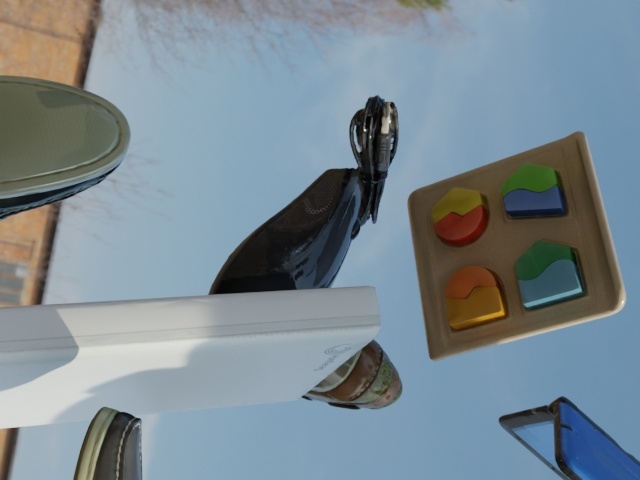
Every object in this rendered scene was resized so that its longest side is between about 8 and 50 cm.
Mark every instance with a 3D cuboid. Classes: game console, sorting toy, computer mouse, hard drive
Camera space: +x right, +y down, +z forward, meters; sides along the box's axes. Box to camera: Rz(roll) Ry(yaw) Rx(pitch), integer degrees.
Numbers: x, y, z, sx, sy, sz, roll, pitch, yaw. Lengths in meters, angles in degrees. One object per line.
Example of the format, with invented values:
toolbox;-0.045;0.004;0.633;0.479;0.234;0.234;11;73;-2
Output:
game console;0.454;0.422;1.581;0.173;0.293;0.250;-46;-170;28
sorting toy;0.180;0.004;0.916;0.208;0.038;0.193;-21;-121;29
computer mouse;0.000;0.000;0.900;0.272;0.072;0.188;-46;159;-29
hard drive;-0.154;0.104;0.776;0.233;0.353;0.047;130;-47;-59

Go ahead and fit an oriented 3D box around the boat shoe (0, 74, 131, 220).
boat shoe;-0.331;-0.050;0.788;0.113;0.340;0.127;100;-27;-57

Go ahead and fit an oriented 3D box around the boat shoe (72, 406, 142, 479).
boat shoe;-0.123;0.222;0.604;0.080;0.073;0.224;53;40;-84

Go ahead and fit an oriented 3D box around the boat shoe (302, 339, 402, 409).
boat shoe;-0.017;0.136;1.073;0.111;0.104;0.307;-57;-156;-7
